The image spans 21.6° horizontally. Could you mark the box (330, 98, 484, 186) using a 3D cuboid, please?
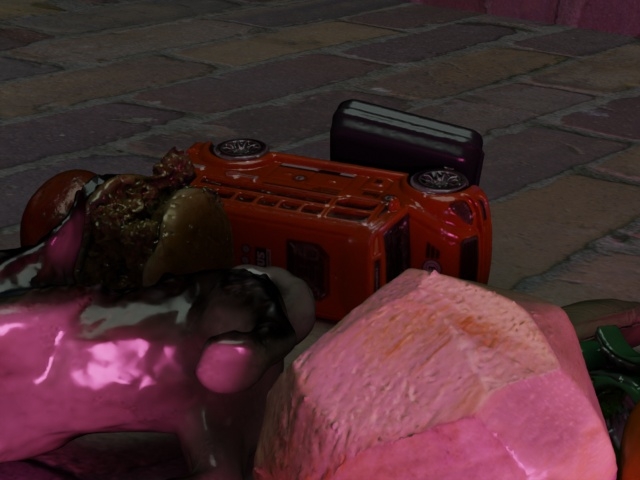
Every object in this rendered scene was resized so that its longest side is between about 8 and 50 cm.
[{"bbox_3d":[0.088,-0.062,1.782,0.160,0.050,0.230,15,-25,7],"label":"box"}]

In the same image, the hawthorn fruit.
[{"bbox_3d":[-0.242,-0.007,1.689,0.128,0.128,0.128,3,17,-1],"label":"hawthorn fruit"}]

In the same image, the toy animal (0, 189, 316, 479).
[{"bbox_3d":[-0.175,0.080,1.300,0.344,0.194,0.302,9,23,8],"label":"toy animal"}]

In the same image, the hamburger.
[{"bbox_3d":[-0.147,0.004,1.572,0.131,0.185,0.159,10,2,31],"label":"hamburger"}]

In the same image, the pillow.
[{"bbox_3d":[0.230,0.084,1.530,0.119,0.053,0.208,-15,-7,42],"label":"pillow"}]

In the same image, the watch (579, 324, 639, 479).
[{"bbox_3d":[0.266,0.139,1.296,0.152,0.131,0.165,5,13,-31],"label":"watch"}]

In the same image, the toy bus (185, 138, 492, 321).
[{"bbox_3d":[0.000,0.000,1.676,0.329,0.143,0.153,11,28,20],"label":"toy bus"}]

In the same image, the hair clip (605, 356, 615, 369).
[{"bbox_3d":[0.369,0.116,1.516,0.187,0.056,0.146,-19,22,-27],"label":"hair clip"}]

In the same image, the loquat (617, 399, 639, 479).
[{"bbox_3d":[0.281,0.169,1.041,0.213,0.213,0.246,7,8,12],"label":"loquat"}]

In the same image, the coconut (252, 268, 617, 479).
[{"bbox_3d":[0.085,0.133,1.095,0.237,0.197,0.237,-13,41,11],"label":"coconut"}]
